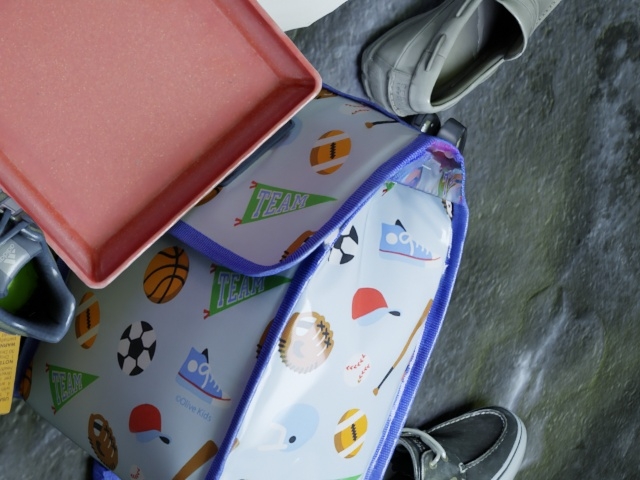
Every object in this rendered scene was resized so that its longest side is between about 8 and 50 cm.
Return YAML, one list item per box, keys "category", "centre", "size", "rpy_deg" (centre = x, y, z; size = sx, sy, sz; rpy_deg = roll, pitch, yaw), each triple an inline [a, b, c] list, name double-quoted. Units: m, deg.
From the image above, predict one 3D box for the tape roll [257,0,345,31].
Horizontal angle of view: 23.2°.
- category: "tape roll"
  centre: [-0.054, -0.330, 1.378]
  size: [0.286, 0.100, 0.286]
  rpy_deg: [-21, 122, -37]

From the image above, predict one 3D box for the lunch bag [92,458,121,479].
- category: "lunch bag"
  centre: [-0.106, 0.302, 1.605]
  size: [0.293, 0.138, 0.221]
  rpy_deg: [-8, 112, -14]

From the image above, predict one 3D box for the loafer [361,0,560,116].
- category: "loafer"
  centre: [0.184, -0.230, 1.641]
  size: [0.319, 0.111, 0.112]
  rpy_deg: [-41, 133, -22]

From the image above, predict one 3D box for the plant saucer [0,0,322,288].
- category: "plant saucer"
  centre: [-0.176, -0.138, 1.267]
  size: [0.259, 0.048, 0.258]
  rpy_deg: [-43, 103, -6]

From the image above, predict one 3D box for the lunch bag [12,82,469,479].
- category: "lunch bag"
  centre: [-0.070, 0.038, 1.376]
  size: [0.239, 0.328, 0.385]
  rpy_deg: [19, 97, -46]

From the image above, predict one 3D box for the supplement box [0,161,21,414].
- category: "supplement box"
  centre: [-0.302, 0.035, 1.332]
  size: [0.080, 0.078, 0.233]
  rpy_deg: [-7, 113, -42]

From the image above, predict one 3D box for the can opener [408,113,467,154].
- category: "can opener"
  centre: [0.085, -0.057, 1.673]
  size: [0.059, 0.073, 0.186]
  rpy_deg: [15, 108, -54]

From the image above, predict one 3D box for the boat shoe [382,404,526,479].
- category: "boat shoe"
  centre: [0.110, 0.278, 1.805]
  size: [0.335, 0.121, 0.119]
  rpy_deg: [-32, 133, -26]

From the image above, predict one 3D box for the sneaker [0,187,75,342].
- category: "sneaker"
  centre: [-0.273, -0.021, 1.164]
  size: [0.111, 0.121, 0.300]
  rpy_deg: [-56, 146, -15]
